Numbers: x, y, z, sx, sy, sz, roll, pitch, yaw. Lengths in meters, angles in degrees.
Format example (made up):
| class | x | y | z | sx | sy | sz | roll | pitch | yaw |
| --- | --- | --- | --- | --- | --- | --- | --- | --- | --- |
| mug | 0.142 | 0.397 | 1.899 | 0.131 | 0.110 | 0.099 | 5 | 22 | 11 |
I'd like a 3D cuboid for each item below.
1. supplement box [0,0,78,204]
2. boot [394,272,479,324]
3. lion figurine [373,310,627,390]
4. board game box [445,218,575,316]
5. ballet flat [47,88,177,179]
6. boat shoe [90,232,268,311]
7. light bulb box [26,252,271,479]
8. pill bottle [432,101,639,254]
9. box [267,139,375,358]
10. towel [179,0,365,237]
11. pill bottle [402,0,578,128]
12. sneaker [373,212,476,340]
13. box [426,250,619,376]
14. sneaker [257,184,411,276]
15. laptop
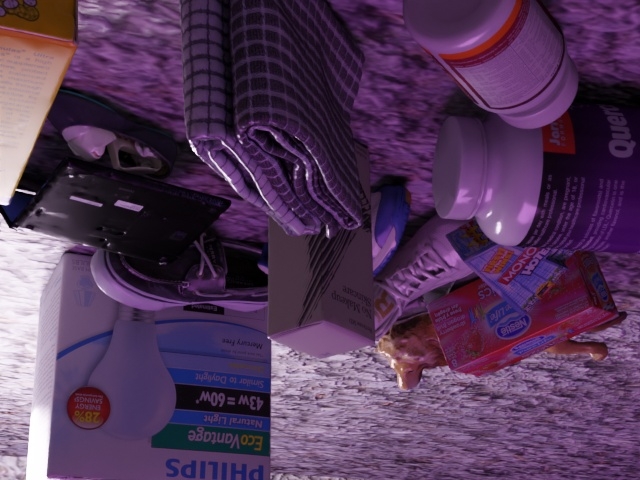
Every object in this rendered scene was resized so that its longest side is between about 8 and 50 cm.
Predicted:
| class | x | y | z | sx | sy | sz | roll | pitch | yaw |
| --- | --- | --- | --- | --- | --- | --- | --- | --- | --- |
| supplement box | -0.356 | -0.200 | 1.199 | 0.195 | 0.194 | 0.356 | 8 | 155 | -21 |
| boot | 0.173 | 0.068 | 2.010 | 0.190 | 0.076 | 0.208 | -12 | 166 | -10 |
| lion figurine | 0.304 | 0.155 | 2.149 | 0.392 | 0.142 | 0.240 | -20 | 155 | 26 |
| board game box | 0.278 | 0.001 | 1.760 | 0.194 | 0.060 | 0.194 | 20 | 118 | -43 |
| ballet flat | -0.259 | -0.123 | 1.546 | 0.074 | 0.074 | 0.203 | -21 | 150 | 39 |
| boat shoe | -0.182 | 0.034 | 1.895 | 0.335 | 0.121 | 0.119 | 5 | 151 | -42 |
| light bulb box | -0.277 | 0.243 | 2.043 | 0.358 | 0.361 | 0.225 | 7 | 156 | -19 |
| pill bottle | 0.308 | -0.078 | 1.528 | 0.323 | 0.181 | 0.181 | 4 | 157 | -11 |
| box | 0.000 | 0.000 | 1.581 | 0.094 | 0.275 | 0.113 | -19 | 151 | 34 |
| towel | -0.038 | -0.150 | 1.284 | 0.121 | 0.235 | 0.284 | -15 | 154 | 17 |
| pill bottle | 0.183 | -0.205 | 1.299 | 0.121 | 0.121 | 0.221 | -13 | 155 | 27 |
| sneaker | 0.133 | 0.064 | 1.848 | 0.108 | 0.169 | 0.292 | 47 | 137 | -7 |
| box | 0.315 | 0.109 | 1.968 | 0.257 | 0.122 | 0.128 | -28 | 157 | 25 |
| sneaker | 0.013 | 0.001 | 1.806 | 0.131 | 0.112 | 0.296 | 28 | 139 | -18 |
| laptop | -0.288 | -0.061 | 1.670 | 0.234 | 0.136 | 0.264 | 14 | 143 | -32 |
